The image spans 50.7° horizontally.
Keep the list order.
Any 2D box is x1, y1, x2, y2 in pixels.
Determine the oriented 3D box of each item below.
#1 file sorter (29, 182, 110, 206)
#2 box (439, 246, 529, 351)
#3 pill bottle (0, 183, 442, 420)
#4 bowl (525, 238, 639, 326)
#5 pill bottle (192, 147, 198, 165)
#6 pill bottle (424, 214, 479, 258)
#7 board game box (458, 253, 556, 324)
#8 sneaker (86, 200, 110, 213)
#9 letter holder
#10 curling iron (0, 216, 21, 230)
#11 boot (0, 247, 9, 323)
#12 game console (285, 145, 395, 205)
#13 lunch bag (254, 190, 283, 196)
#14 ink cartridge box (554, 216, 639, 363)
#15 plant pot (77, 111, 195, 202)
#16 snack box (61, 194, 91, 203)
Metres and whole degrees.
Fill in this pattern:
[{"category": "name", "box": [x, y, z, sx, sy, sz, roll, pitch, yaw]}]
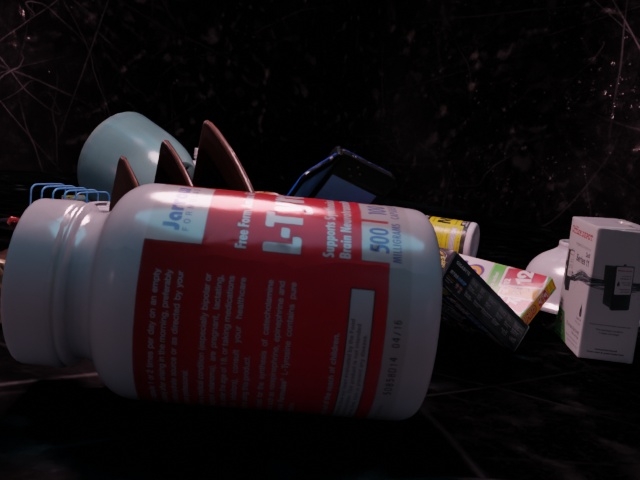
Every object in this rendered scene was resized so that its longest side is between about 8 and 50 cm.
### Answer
[{"category": "file sorter", "box": [-0.621, -0.080, 1.673, 0.170, 0.104, 0.118, 11, 11, 27]}, {"category": "box", "box": [0.192, 0.077, 1.040, 0.220, 0.051, 0.175, 40, -13, -33]}, {"category": "pill bottle", "box": [-0.095, 0.060, 0.715, 0.408, 0.229, 0.229, 5, 9, -4]}, {"category": "bowl", "box": [0.558, 0.074, 1.401, 0.298, 0.134, 0.298, 5, 8, -1]}, {"category": "pill bottle", "box": [-0.370, -0.186, 2.170, 0.117, 0.215, 0.117, 6, 8, -1]}, {"category": "pill bottle", "box": [0.301, -0.003, 1.770, 0.209, 0.119, 0.119, 10, 9, 23]}, {"category": "board game box", "box": [0.276, 0.088, 1.219, 0.124, 0.039, 0.259, -45, 32, -23]}, {"category": "sneaker", "box": [-0.327, -0.007, 1.328, 0.366, 0.137, 0.210, 1, 10, -6]}, {"category": "letter holder", "box": [-0.224, -0.053, 1.075, 0.152, 0.214, 0.302, 1, 34, -28]}, {"category": "curling iron", "box": [-0.682, -0.032, 1.493, 0.274, 0.035, 0.068, 11, 36, 45]}, {"category": "boot", "box": [-0.477, 0.065, 0.976, 0.207, 0.090, 0.248, -10, 13, 39]}, {"category": "game console", "box": [0.001, -0.055, 1.568, 0.250, 0.293, 0.173, 25, 40, -20]}, {"category": "lunch bag", "box": [-0.221, -0.067, 1.723, 0.258, 0.120, 0.293, 1, 10, 27]}, {"category": "ink cartridge box", "box": [0.449, 0.072, 1.082, 0.087, 0.208, 0.153, 7, 8, 5]}, {"category": "plant pot", "box": [-0.496, -0.185, 1.925, 0.235, 0.293, 0.293, 29, 18, 24]}, {"category": "snack box", "box": [-0.705, -0.117, 2.072, 0.100, 0.037, 0.141, 12, 10, 24]}]
